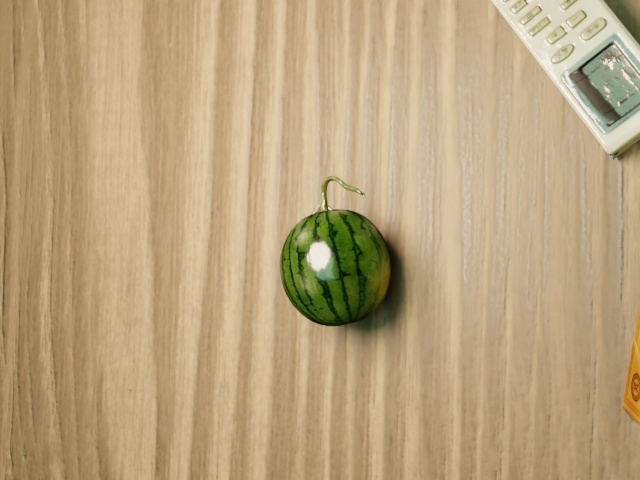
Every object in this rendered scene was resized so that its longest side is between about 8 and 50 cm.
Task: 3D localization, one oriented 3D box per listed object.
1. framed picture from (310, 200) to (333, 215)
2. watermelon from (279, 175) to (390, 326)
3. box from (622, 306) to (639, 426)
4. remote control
[{"bbox_3d":[0.000,0.000,1.320,0.066,0.006,0.089,37,102,24],"label":"framed picture"},{"bbox_3d":[0.018,0.014,1.239,0.140,0.140,0.188,-11,80,25],"label":"watermelon"},{"bbox_3d":[0.425,0.064,1.006,0.174,0.076,0.274,6,101,-2],"label":"box"},{"bbox_3d":[0.303,-0.237,1.158,0.103,0.055,0.277,-38,71,20],"label":"remote control"}]
